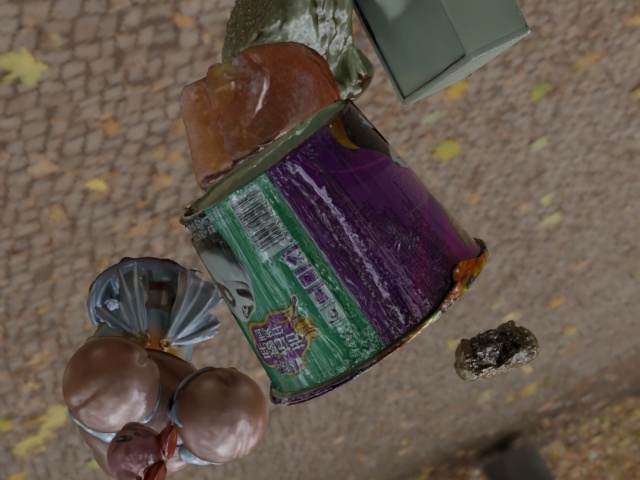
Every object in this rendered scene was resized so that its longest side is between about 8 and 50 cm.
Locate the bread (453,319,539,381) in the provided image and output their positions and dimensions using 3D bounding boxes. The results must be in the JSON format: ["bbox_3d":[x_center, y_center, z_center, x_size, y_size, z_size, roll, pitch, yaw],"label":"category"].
[{"bbox_3d":[0.226,0.146,1.657,0.113,0.060,0.082,-19,168,-7],"label":"bread"}]

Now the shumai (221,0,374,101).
[{"bbox_3d":[-0.002,-0.323,1.828,0.222,0.225,0.260,17,111,-21],"label":"shumai"}]

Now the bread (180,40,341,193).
[{"bbox_3d":[-0.065,-0.131,1.416,0.190,0.123,0.244,-24,172,1],"label":"bread"}]

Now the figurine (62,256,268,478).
[{"bbox_3d":[-0.229,0.182,1.790,0.277,0.388,0.248,16,121,-15],"label":"figurine"}]

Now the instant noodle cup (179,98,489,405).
[{"bbox_3d":[0.000,0.000,1.162,0.251,0.190,0.251,-34,-170,7],"label":"instant noodle cup"}]

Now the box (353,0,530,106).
[{"bbox_3d":[0.160,-0.338,1.790,0.117,0.225,0.225,-26,179,-24],"label":"box"}]

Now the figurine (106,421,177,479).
[{"bbox_3d":[-0.203,0.242,1.408,0.071,0.083,0.067,10,139,13],"label":"figurine"}]
